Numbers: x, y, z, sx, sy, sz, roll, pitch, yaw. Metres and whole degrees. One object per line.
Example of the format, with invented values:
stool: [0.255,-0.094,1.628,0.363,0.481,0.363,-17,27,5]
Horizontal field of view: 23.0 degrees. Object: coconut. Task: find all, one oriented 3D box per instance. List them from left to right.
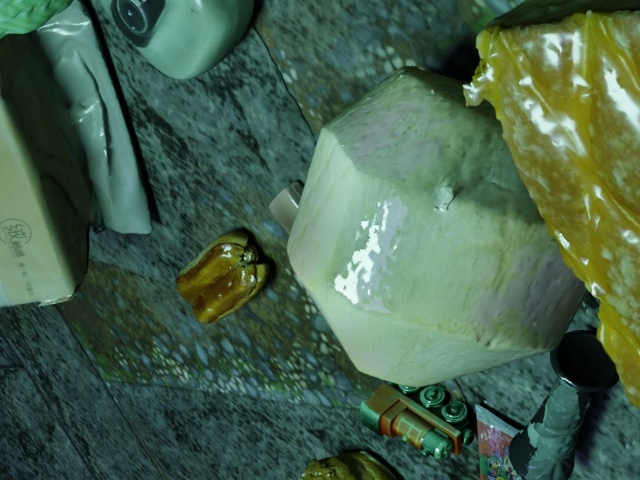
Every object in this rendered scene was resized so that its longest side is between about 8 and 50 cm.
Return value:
coconut: [0.090,0.002,1.134,0.237,0.236,0.197,63,-179,-20]

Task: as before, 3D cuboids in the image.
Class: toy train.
toy train: [0.092,0.166,1.457,0.103,0.064,0.044,31,144,33]

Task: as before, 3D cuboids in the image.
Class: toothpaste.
toothpaste: [0.181,0.259,1.460,0.089,0.057,0.234,28,134,41]

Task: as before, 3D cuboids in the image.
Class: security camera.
security camera: [-0.099,-0.244,1.261,0.157,0.080,0.301,50,148,4]

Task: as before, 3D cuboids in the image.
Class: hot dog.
hot dog: [-0.102,0.040,1.610,0.071,0.045,0.165,50,151,-2]

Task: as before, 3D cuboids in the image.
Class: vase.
vase: [0.198,0.139,1.285,0.059,0.059,0.167,40,149,20]

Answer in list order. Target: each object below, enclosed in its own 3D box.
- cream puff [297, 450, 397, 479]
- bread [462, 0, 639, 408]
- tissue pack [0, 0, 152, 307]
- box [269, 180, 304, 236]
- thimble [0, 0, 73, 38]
cream puff: [0.032,0.301,1.643,0.165,0.115,0.150,51,155,-2]
bread: [0.269,-0.050,0.821,0.279,0.207,0.279,-3,120,57]
tissue pack: [-0.306,-0.111,1.606,0.238,0.238,0.306,24,141,40]
box: [0.000,0.000,1.442,0.115,0.025,0.048,50,153,1]
thimble: [-0.299,-0.291,1.357,0.219,0.219,0.150,42,148,16]
